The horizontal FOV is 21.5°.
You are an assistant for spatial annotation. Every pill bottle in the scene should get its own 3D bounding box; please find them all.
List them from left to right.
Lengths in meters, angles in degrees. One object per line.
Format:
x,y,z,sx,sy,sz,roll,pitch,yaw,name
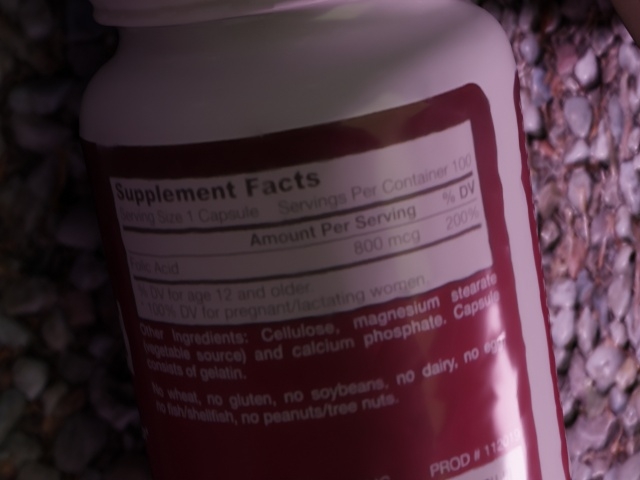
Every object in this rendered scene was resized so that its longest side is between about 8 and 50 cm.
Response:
0.000,0.000,0.870,0.224,0.224,0.392,-20,107,-36,pill bottle

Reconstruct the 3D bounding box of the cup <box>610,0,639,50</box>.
0.270,-0.266,1.031,0.237,0.331,0.331,40,69,-16,cup
